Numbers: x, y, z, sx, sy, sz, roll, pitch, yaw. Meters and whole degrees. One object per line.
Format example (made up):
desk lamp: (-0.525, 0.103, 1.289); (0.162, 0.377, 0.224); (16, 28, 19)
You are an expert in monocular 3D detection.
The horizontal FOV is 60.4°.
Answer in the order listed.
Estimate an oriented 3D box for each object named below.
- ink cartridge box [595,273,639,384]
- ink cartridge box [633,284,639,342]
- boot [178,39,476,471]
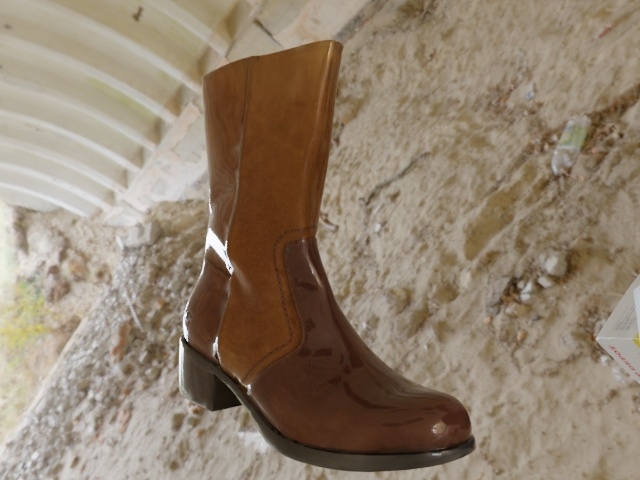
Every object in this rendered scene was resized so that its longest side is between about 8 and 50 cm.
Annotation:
ink cartridge box: (0.624, 0.158, 0.897); (0.168, 0.171, 0.232); (-47, 6, -17)
ink cartridge box: (0.321, 0.065, 0.380); (0.212, 0.093, 0.154); (90, -170, -60)
boot: (0.000, 0.000, 0.408); (0.264, 0.096, 0.280); (8, 92, 46)
